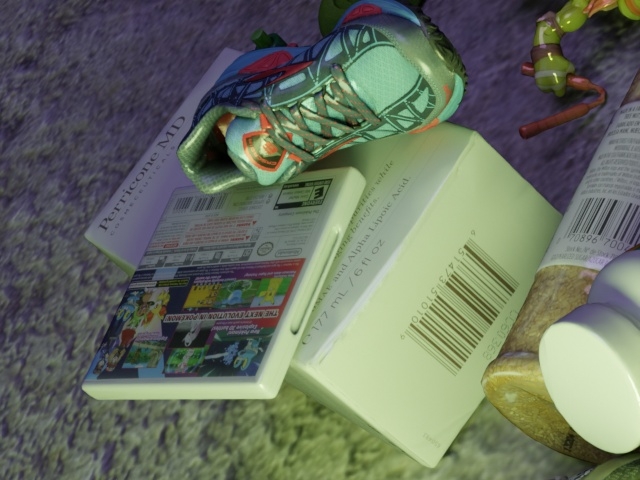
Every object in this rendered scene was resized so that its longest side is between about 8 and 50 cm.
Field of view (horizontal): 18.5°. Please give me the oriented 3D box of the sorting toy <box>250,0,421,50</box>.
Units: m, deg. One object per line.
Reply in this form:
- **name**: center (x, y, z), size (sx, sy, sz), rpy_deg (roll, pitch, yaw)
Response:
- **sorting toy**: center (0.031, -0.280, 1.837), size (0.127, 0.126, 0.365), rpy_deg (-2, 53, 47)

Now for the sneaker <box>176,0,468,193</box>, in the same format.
- **sneaker**: center (-0.004, -0.083, 1.384), size (0.262, 0.104, 0.125), rpy_deg (-17, 25, 52)

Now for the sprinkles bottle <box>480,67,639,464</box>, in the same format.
- **sprinkles bottle**: center (0.233, -0.025, 1.340), size (0.121, 0.121, 0.355), rpy_deg (2, 56, 49)

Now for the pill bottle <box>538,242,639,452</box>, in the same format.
- **pill bottle**: center (0.236, 0.043, 1.194), size (0.208, 0.117, 0.117), rpy_deg (-28, 24, -28)

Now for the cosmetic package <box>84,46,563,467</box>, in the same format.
- **cosmetic package**: center (0.000, 0.000, 1.542), size (0.217, 0.156, 0.385), rpy_deg (-55, 35, -9)

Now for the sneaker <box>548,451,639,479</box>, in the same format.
- **sneaker**: center (0.255, 0.152, 1.128), size (0.410, 0.158, 0.182), rpy_deg (-14, 27, 32)

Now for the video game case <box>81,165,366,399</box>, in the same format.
- **video game case**: center (-0.072, 0.033, 1.435), size (0.201, 0.023, 0.183), rpy_deg (-4, 53, 46)

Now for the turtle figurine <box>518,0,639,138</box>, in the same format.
- **turtle figurine**: center (0.209, -0.211, 1.598), size (0.269, 0.087, 0.217), rpy_deg (-48, 33, -2)
